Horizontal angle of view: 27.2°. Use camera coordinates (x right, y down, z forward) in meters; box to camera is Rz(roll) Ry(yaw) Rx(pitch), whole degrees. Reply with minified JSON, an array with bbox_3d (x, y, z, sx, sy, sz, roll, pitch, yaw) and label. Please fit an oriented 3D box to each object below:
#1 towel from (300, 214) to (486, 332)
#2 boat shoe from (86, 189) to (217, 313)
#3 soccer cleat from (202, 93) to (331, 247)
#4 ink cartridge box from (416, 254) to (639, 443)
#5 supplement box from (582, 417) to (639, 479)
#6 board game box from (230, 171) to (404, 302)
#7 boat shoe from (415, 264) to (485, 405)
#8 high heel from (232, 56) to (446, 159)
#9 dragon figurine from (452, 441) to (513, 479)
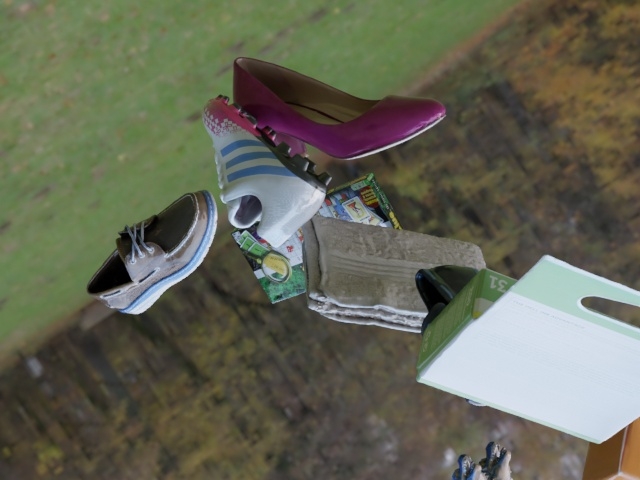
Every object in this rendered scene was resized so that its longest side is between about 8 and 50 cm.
[{"bbox_3d":[0.111,0.049,1.856,0.187,0.282,0.049,-98,-158,-49],"label":"towel"},{"bbox_3d":[-0.172,0.014,1.334,0.066,0.066,0.183,11,133,-40],"label":"boat shoe"},{"bbox_3d":[-0.113,-0.105,1.935,0.143,0.116,0.331,-53,-142,4],"label":"soccer cleat"},{"bbox_3d":[0.193,0.071,0.994,0.235,0.171,0.056,124,-16,-56],"label":"ink cartridge box"},{"bbox_3d":[0.367,0.235,1.237,0.078,0.233,0.080,129,-19,-61],"label":"supplement box"},{"bbox_3d":[0.000,0.000,2.008,0.260,0.136,0.030,-21,-160,31],"label":"board game box"},{"bbox_3d":[0.162,0.119,1.627,0.089,0.109,0.258,7,-157,-8],"label":"boat shoe"},{"bbox_3d":[0.013,-0.217,1.999,0.377,0.181,0.127,-9,-163,38],"label":"high heel"},{"bbox_3d":[0.224,0.352,1.414,0.085,0.289,0.144,-26,-159,-26],"label":"dragon figurine"}]
